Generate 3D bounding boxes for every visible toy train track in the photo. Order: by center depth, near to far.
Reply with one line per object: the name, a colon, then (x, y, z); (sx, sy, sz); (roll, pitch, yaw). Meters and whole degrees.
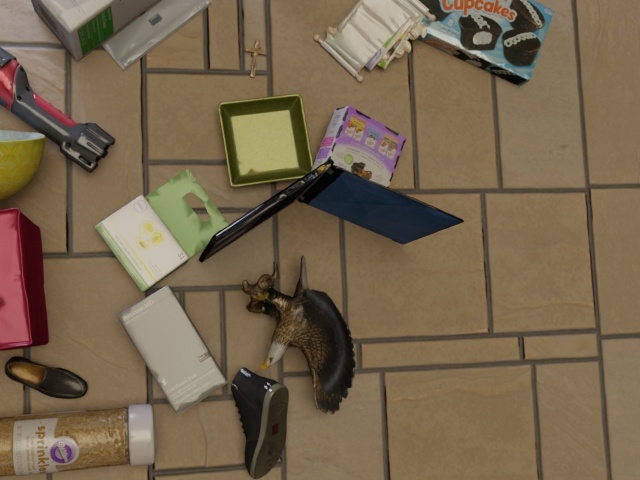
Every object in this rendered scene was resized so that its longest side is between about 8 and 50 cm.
toy train track: (-0.147, -0.404, 1.903); (0.048, 0.014, 0.083); (9, 87, -17)

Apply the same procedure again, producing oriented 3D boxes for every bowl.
bowl: (-0.679, -0.129, 1.644); (0.289, 0.289, 0.156); (1, 101, -11)

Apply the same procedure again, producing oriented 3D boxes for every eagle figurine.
eagle figurine: (-0.031, 0.198, 1.760); (0.298, 0.226, 0.225); (37, 114, 11)

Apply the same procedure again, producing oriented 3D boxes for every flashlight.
flashlight: (-0.568, -0.272, 1.765); (0.304, 0.103, 0.103); (35, 104, -9)

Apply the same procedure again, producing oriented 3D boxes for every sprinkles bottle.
sprinkles bottle: (-0.506, 0.396, 1.682); (0.355, 0.121, 0.121); (-3, 84, -11)

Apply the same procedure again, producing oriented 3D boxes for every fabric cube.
fabric cube: (-0.667, 0.088, 1.616); (0.254, 0.258, 0.259); (-5, 85, -11)

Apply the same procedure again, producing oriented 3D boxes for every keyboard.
keyboard: (-0.355, -0.476, 1.871); (0.256, 0.014, 0.072); (-41, 87, -13)

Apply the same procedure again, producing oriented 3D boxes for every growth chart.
growth chart: (0.127, -0.473, 1.926); (0.237, 0.021, 0.172); (-41, 95, 7)

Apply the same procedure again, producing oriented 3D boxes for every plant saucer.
plant saucer: (-0.121, -0.216, 1.869); (0.188, 0.045, 0.189); (-8, 86, -12)

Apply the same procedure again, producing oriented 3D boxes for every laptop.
laptop: (0.000, 0.000, 1.695); (0.407, 0.382, 0.236); (-34, 90, -13)

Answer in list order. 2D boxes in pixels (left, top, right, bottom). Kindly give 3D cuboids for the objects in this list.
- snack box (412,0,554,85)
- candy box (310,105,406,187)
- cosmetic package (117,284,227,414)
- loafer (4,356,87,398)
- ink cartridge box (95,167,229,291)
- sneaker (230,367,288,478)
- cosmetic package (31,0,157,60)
snack box: (0.367, -0.513, 1.994); (0.321, 0.060, 0.187); (22, 81, -8)
candy box: (0.077, -0.169, 1.869); (0.164, 0.070, 0.196); (26, 79, -26)
cosmetic package: (-0.304, 0.220, 1.753); (0.127, 0.107, 0.238); (-33, 94, -10)
loafer: (-0.553, 0.280, 1.716); (0.170, 0.061, 0.062); (17, 79, -10)
ink cartridge box: (-0.328, -0.026, 1.802); (0.235, 0.056, 0.171); (-36, 91, -11)
sneaker: (-0.136, 0.380, 1.790); (0.083, 0.118, 0.222); (-5, 112, -48)
cosmetic package: (-0.417, -0.564, 1.775); (0.365, 0.197, 0.155); (-40, 92, -12)
